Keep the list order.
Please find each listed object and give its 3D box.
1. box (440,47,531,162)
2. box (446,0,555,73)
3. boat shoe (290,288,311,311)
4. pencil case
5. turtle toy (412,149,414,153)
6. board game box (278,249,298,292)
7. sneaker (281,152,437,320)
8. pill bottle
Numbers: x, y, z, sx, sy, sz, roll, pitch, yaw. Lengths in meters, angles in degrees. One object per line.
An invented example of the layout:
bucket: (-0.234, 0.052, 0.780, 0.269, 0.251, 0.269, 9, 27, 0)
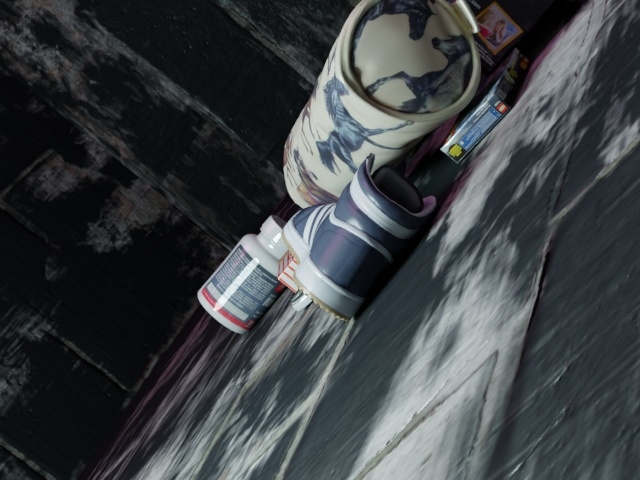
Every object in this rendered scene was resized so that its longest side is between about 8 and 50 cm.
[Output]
box: (0.187, -0.153, 1.480, 0.094, 0.027, 0.137, -47, 6, 34)
box: (0.196, -0.309, 1.622, 0.142, 0.163, 0.247, -48, -1, 8)
boat shoe: (0.004, 0.029, 1.720, 0.142, 0.040, 0.049, -50, 5, 7)
pencil case: (0.068, -0.156, 1.587, 0.183, 0.160, 0.410, -42, -4, -18)
turtle toy: (0.131, -0.178, 1.927, 0.095, 0.066, 0.130, -50, 5, 14)
board game box: (0.000, 0.000, 1.933, 0.147, 0.045, 0.193, -51, 5, 4)
sneaker: (0.040, -0.022, 1.425, 0.153, 0.099, 0.282, -55, 11, 10)
pill bottle: (-0.105, 0.052, 2.132, 0.180, 0.108, 0.108, -50, 5, 10)
